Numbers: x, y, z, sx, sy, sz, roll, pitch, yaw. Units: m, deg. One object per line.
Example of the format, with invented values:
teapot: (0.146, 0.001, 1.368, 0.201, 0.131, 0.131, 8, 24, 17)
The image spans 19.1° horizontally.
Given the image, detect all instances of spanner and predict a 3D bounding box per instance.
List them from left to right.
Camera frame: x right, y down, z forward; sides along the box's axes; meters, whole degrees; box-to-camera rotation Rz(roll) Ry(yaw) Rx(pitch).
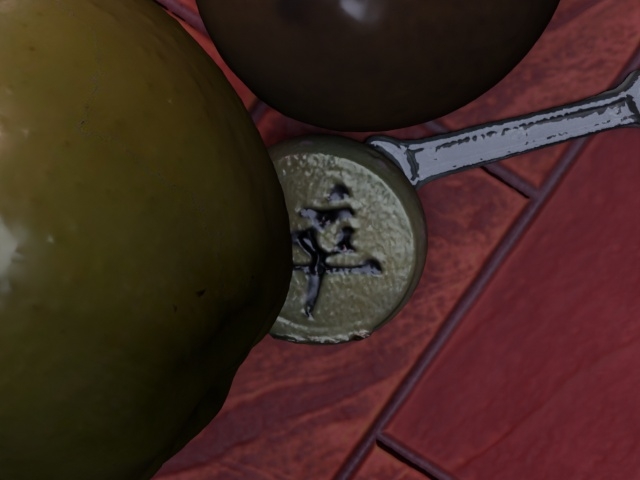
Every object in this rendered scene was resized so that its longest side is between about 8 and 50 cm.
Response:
spanner: (0.175, -0.095, 1.699, 0.302, 0.017, 0.071, -16, 101, 2)

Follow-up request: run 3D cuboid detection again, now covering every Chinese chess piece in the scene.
Chinese chess piece: (0.000, 0.000, 1.671, 0.188, 0.083, 0.188, 2, 105, 6)

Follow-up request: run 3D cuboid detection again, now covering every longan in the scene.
longan: (0.047, -0.238, 1.526, 0.319, 0.319, 0.318, 0, 101, -2)

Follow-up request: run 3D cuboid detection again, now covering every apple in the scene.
apple: (-0.245, -0.007, 1.487, 0.474, 0.473, 0.473, 0, 101, -2)
